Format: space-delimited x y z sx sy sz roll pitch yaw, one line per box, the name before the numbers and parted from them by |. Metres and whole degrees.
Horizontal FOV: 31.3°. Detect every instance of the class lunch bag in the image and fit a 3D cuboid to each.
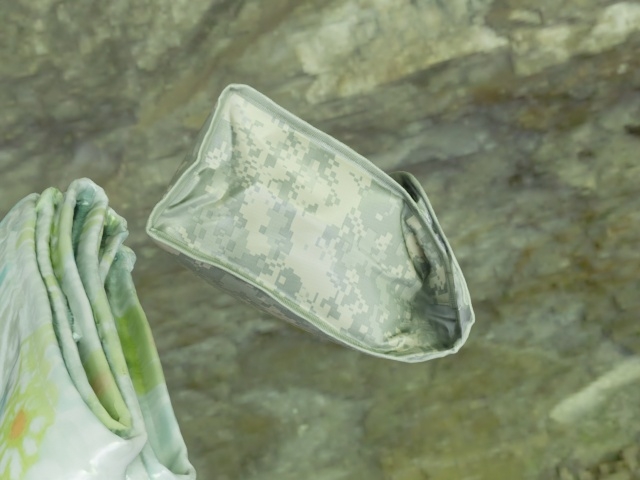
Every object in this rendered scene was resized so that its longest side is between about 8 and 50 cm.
lunch bag | 0.000 0.000 1.028 0.287 0.169 0.235 31 -4 -6

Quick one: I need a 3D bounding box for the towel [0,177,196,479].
towel | -0.221 0.159 0.598 0.374 0.090 0.320 -50 26 8
